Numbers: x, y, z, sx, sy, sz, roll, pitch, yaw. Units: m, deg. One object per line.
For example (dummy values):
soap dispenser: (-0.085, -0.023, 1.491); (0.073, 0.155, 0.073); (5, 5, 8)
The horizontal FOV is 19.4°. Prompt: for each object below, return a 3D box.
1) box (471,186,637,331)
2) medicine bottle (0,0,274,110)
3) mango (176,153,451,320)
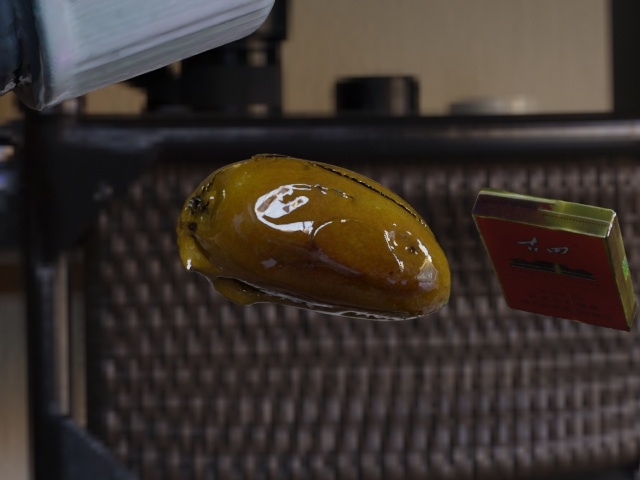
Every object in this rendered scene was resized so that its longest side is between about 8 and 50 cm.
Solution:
box: (0.154, 0.014, 1.216); (0.090, 0.023, 0.133); (10, -26, 21)
medicine bottle: (-0.222, -0.104, 0.753); (0.395, 0.242, 0.242); (-23, 8, -22)
mango: (0.000, 0.000, 0.828); (0.127, 0.063, 0.077); (15, -28, -3)
